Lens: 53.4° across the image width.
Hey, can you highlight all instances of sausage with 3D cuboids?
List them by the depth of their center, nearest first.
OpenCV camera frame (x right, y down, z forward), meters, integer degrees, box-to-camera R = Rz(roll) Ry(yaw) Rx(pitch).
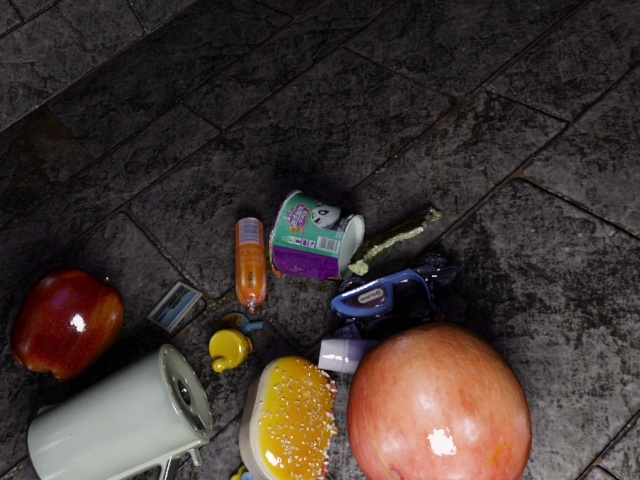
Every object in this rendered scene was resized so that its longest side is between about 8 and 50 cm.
[{"bbox_3d":[-0.202,0.076,1.840,0.093,0.093,0.312,-16,47,8],"label":"sausage"}]

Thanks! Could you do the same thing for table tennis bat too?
[{"bbox_3d":[-0.229,0.242,1.758,0.155,0.019,0.100,-8,48,18],"label":"table tennis bat"}]

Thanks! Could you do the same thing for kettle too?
[{"bbox_3d":[-0.461,0.490,1.522,0.377,0.250,0.360,-26,75,2],"label":"kettle"}]

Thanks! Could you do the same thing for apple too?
[{"bbox_3d":[0.229,0.332,1.264,0.364,0.363,0.363,-11,48,13],"label":"apple"},{"bbox_3d":[-0.700,0.229,1.778,0.288,0.288,0.316,18,73,32],"label":"apple"}]

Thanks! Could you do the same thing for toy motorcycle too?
[{"bbox_3d":[0.191,0.167,1.593,0.359,0.125,0.212,-23,56,5],"label":"toy motorcycle"}]

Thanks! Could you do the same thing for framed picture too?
[{"bbox_3d":[-0.432,0.194,1.883,0.109,0.011,0.149,21,61,34],"label":"framed picture"}]

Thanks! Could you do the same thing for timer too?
[{"bbox_3d":[-0.245,0.285,1.664,0.107,0.109,0.107,2,95,24],"label":"timer"}]

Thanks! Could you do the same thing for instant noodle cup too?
[{"bbox_3d":[0.000,0.000,1.734,0.190,0.251,0.251,13,57,20],"label":"instant noodle cup"}]

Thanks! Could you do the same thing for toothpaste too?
[{"bbox_3d":[0.183,0.281,1.476,0.372,0.079,0.125,6,50,2],"label":"toothpaste"}]

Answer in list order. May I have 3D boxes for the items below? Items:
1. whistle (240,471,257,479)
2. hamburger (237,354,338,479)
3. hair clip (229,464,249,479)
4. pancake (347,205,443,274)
[{"bbox_3d":[-0.153,0.646,1.332,0.062,0.062,0.304,-9,55,15],"label":"whistle"},{"bbox_3d":[-0.066,0.401,1.423,0.152,0.227,0.295,-20,45,37],"label":"hamburger"},{"bbox_3d":[-0.194,0.575,1.439,0.072,0.046,0.173,30,65,33],"label":"hair clip"},{"bbox_3d":[0.211,-0.007,1.708,0.377,0.054,0.197,-33,9,-29],"label":"pancake"}]
